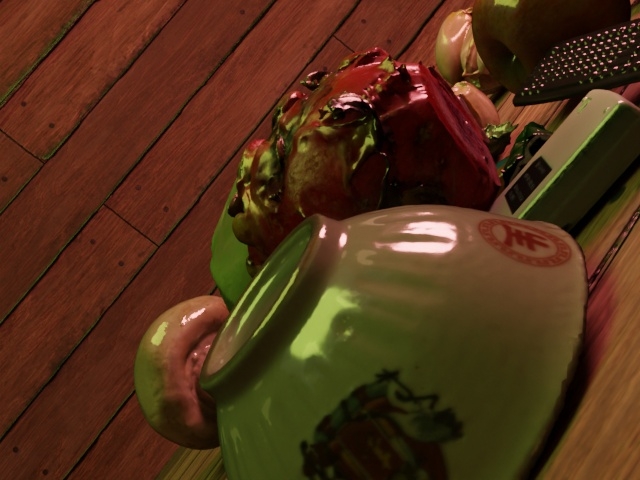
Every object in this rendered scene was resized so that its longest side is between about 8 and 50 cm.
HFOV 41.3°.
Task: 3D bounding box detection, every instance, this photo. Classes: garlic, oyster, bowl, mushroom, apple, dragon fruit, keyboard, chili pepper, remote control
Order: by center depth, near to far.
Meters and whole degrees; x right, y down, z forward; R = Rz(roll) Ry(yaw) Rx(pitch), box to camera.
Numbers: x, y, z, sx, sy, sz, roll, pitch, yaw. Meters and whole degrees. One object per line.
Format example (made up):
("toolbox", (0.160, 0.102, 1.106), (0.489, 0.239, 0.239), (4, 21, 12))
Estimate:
("bowl", (0.017, 0.083, 0.618), (0.337, 0.158, 0.337), (-51, 12, 15))
("remote control", (0.163, 0.010, 0.781), (0.344, 0.050, 0.145), (-52, 3, 17))
("keyboard", (0.276, -0.182, 0.892), (0.103, 0.041, 0.381), (-52, 12, -13))
("dragon fruit", (0.034, -0.050, 0.919), (0.291, 0.250, 0.269), (-30, 21, 19))
("chili pepper", (0.231, -0.091, 0.942), (0.088, 0.059, 0.227), (-53, 0, 16))
("apple", (0.289, -0.276, 1.062), (0.174, 0.188, 0.188), (-40, 1, -5))
("oyster", (0.193, -0.107, 1.131), (0.166, 0.053, 0.108), (-32, 20, 15))
("garlic", (0.213, -0.134, 1.323), (0.206, 0.128, 0.115), (-57, 40, 38))
("mushroom", (-0.196, 0.252, 1.632), (0.290, 0.297, 0.297), (-6, 39, 48))
("garlic", (0.360, -0.404, 1.826), (0.281, 0.185, 0.203), (-2, 73, 61))

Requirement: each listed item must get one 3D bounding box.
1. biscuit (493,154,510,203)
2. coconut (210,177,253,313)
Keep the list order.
("biscuit", (0.146, 0.019, 1.073), (0.324, 0.049, 0.205), (-54, 4, -15))
("coconut", (0.000, 0.000, 1.255), (0.328, 0.329, 0.281), (-51, 35, 26))
